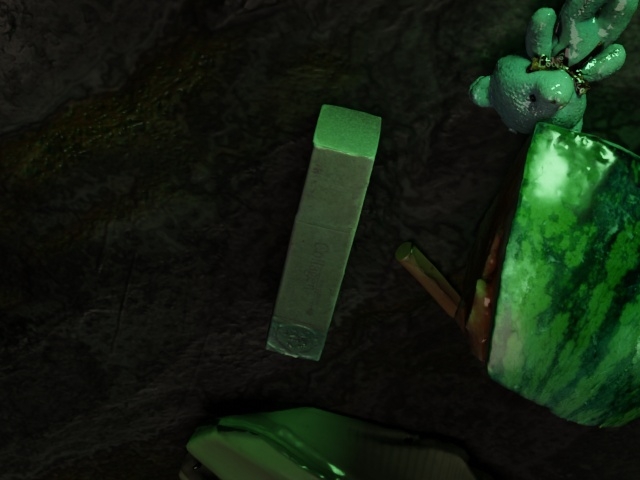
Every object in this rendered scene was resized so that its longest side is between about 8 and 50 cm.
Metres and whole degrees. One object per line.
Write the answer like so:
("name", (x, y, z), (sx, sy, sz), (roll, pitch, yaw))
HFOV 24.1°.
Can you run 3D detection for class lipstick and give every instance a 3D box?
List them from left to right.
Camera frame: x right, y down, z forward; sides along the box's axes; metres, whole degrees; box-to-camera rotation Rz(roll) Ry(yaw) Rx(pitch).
("lipstick", (0.000, 0.000, 1.561), (0.066, 0.068, 0.317), (14, 136, -1))

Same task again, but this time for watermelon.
("watermelon", (0.261, 0.082, 1.454), (0.292, 0.222, 0.319), (22, 147, -9))

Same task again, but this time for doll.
("doll", (0.221, -0.158, 1.347), (0.120, 0.075, 0.180), (23, 136, -16))

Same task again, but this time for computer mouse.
("computer mouse", (0.033, 0.337, 1.847), (0.429, 0.145, 0.228), (16, 139, -4))

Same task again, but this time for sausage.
("sausage", (0.121, 0.046, 1.614), (0.026, 0.026, 0.116), (-22, 127, 30))

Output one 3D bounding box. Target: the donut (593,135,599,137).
("donut", (0.270, -0.062, 1.447), (0.038, 0.067, 0.083), (6, 119, -15))
